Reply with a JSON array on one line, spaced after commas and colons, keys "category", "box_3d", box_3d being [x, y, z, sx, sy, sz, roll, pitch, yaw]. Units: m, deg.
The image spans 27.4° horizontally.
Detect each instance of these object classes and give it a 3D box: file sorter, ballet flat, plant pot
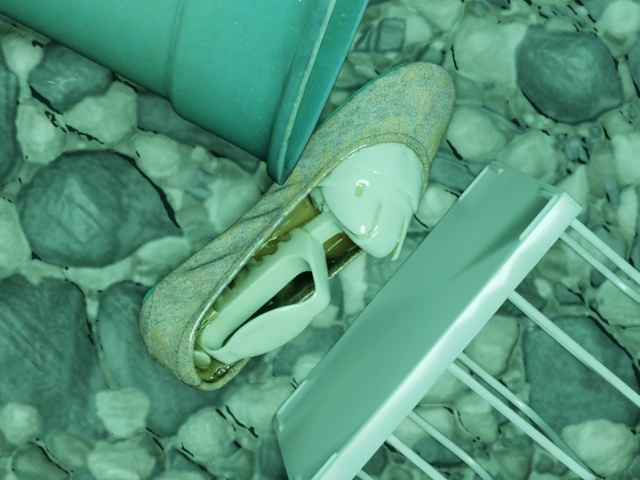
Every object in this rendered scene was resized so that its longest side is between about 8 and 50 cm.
[{"category": "file sorter", "box_3d": [0.123, 0.109, 0.982, 0.173, 0.193, 0.278, 40, 93, -11]}, {"category": "ballet flat", "box_3d": [0.000, 0.000, 0.993, 0.316, 0.106, 0.107, -44, 131, 6]}, {"category": "plant pot", "box_3d": [-0.114, -0.257, 0.863, 0.334, 0.341, 0.341, 23, 95, 2]}]
